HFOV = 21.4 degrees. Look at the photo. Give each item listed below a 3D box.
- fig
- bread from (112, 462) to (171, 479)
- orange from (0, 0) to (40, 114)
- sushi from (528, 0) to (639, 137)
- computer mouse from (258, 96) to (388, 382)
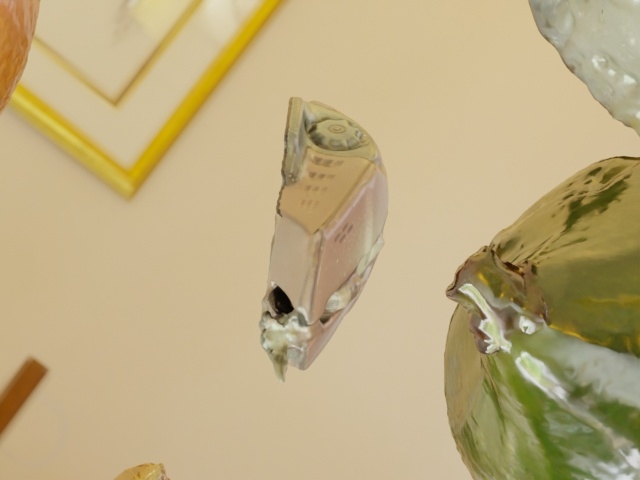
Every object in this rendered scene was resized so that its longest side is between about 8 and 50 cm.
[{"bbox_3d":[0.126,0.056,0.659,0.245,0.195,0.195,6,-49,-53],"label":"fig"},{"bbox_3d":[-0.134,0.203,1.078,0.132,0.053,0.074,-48,20,29],"label":"bread"},{"bbox_3d":[-0.333,-0.167,1.102,0.312,0.312,0.312,-52,8,10],"label":"orange"},{"bbox_3d":[0.276,-0.196,1.080,0.182,0.196,0.343,-19,-27,-32],"label":"sushi"},{"bbox_3d":[0.006,0.000,1.612,0.389,0.115,0.199,-86,0,-54],"label":"computer mouse"}]
